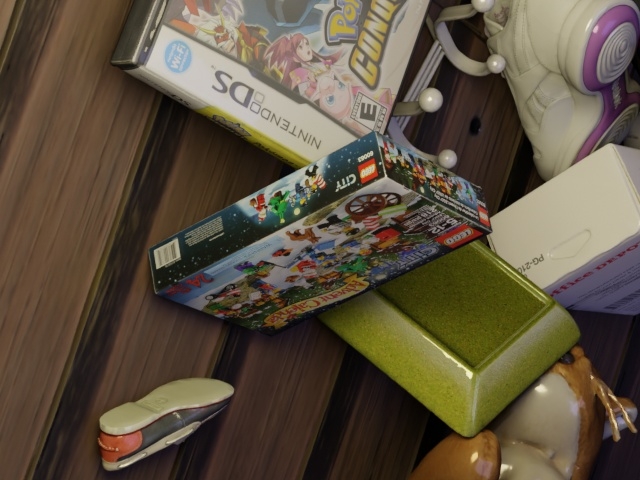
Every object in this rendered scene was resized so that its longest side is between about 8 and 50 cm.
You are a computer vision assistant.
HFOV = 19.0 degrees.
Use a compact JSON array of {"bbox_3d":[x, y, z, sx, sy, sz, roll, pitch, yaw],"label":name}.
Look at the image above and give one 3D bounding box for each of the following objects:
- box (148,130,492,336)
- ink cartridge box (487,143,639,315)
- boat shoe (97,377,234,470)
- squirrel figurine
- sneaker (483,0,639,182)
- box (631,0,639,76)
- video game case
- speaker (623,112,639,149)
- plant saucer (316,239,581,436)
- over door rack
[{"bbox_3d":[0.000,0.000,1.551,0.159,0.233,0.044,24,47,-50],"label":"box"},{"bbox_3d":[0.306,-0.007,1.934,0.237,0.172,0.100,7,57,-51],"label":"ink cartridge box"},{"bbox_3d":[-0.127,0.150,1.575,0.137,0.049,0.043,-20,119,-43],"label":"boat shoe"},{"bbox_3d":[0.166,0.284,1.841,0.397,0.281,0.370,90,16,-57],"label":"squirrel figurine"},{"bbox_3d":[0.233,-0.168,1.862,0.114,0.152,0.305,-42,155,-20],"label":"sneaker"},{"bbox_3d":[0.385,-0.221,1.878,0.165,0.270,0.143,-20,127,5],"label":"box"},{"bbox_3d":[-0.017,-0.208,1.516,0.248,0.035,0.275,28,75,-35],"label":"video game case"},{"bbox_3d":[0.397,-0.106,2.055,0.055,0.136,0.055,-18,115,-47],"label":"speaker"},{"bbox_3d":[0.124,0.063,1.740,0.188,0.188,0.045,-37,158,-38],"label":"plant saucer"},{"bbox_3d":[0.041,-0.152,1.641,0.324,0.108,0.239,48,63,-45],"label":"over door rack"}]
